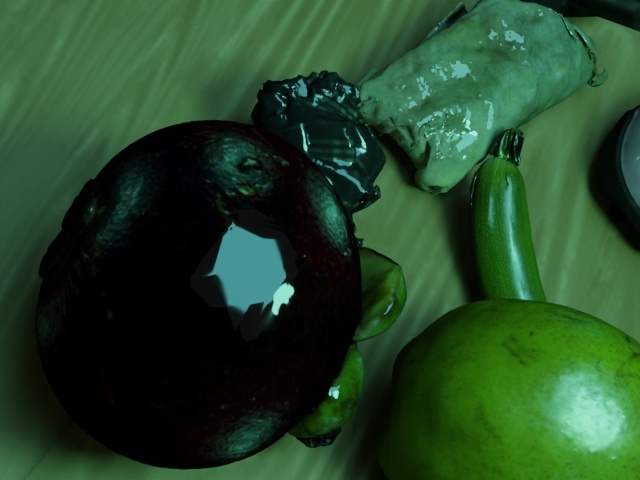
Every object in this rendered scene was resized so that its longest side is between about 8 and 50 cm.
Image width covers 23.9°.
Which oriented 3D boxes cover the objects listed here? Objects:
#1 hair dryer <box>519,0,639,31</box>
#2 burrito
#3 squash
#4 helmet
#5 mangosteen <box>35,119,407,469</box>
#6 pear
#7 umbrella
[{"bbox_3d":[0.353,-0.282,1.809,0.195,0.248,0.078,-5,115,-31],"label":"hair dryer"},{"bbox_3d":[0.186,-0.188,1.737,0.347,0.107,0.175,-34,101,-34],"label":"burrito"},{"bbox_3d":[0.209,0.037,1.652,0.080,0.071,0.319,-10,82,12],"label":"squash"},{"bbox_3d":[0.451,-0.093,1.816,0.253,0.154,0.198,-33,86,-31],"label":"helmet"},{"bbox_3d":[-0.092,0.054,1.347,0.330,0.330,0.330,12,63,-25],"label":"mangosteen"},{"bbox_3d":[0.213,0.184,1.479,0.307,0.253,0.253,15,59,6],"label":"pear"},{"bbox_3d":[0.011,-0.004,1.548,0.154,0.128,0.337,-16,84,-12],"label":"umbrella"}]
